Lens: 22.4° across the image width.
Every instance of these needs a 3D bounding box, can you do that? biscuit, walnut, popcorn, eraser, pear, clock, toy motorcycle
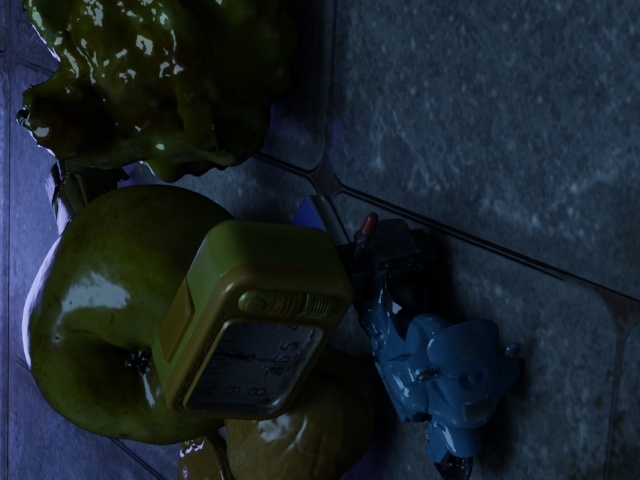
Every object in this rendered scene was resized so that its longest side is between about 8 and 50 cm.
[{"bbox_3d":[-0.145,0.359,2.074,0.184,0.035,0.249,17,108,58],"label":"biscuit"},{"bbox_3d":[-0.025,0.197,1.726,0.207,0.159,0.159,-54,49,50],"label":"walnut"},{"bbox_3d":[-0.181,-0.227,1.806,0.325,0.290,0.321,14,90,35],"label":"popcorn"},{"bbox_3d":[0.000,0.000,1.778,0.085,0.027,0.063,65,145,29],"label":"eraser"},{"bbox_3d":[-0.183,0.081,1.852,0.304,0.304,0.304,14,107,58],"label":"pear"},{"bbox_3d":[-0.069,0.081,1.567,0.202,0.143,0.096,-61,38,37],"label":"clock"},{"bbox_3d":[0.095,0.090,1.543,0.182,0.123,0.272,108,143,-51],"label":"toy motorcycle"}]

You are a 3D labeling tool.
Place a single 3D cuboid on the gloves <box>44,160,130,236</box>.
[{"bbox_3d":[-0.278,0.024,2.144,0.331,0.141,0.154,60,140,36],"label":"gloves"}]
